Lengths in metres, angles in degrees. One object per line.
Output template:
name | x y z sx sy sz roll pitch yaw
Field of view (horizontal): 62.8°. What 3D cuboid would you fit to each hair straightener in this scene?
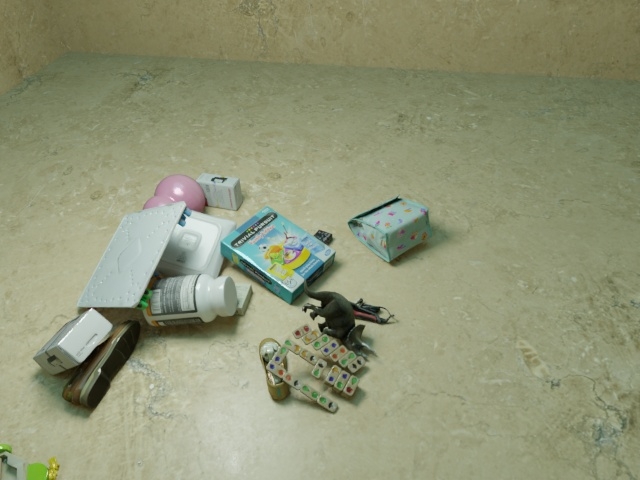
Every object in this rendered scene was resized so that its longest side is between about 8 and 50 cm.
hair straightener | 0.137 0.220 1.760 0.231 0.047 0.089 10 43 15

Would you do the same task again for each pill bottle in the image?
pill bottle | -0.427 0.194 1.724 0.279 0.162 0.162 -6 40 9

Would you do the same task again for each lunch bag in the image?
lunch bag | 0.256 -0.066 2.001 0.224 0.160 0.262 -27 35 -20

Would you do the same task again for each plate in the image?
plate | -0.483 0.010 1.936 0.278 0.045 0.277 16 68 3

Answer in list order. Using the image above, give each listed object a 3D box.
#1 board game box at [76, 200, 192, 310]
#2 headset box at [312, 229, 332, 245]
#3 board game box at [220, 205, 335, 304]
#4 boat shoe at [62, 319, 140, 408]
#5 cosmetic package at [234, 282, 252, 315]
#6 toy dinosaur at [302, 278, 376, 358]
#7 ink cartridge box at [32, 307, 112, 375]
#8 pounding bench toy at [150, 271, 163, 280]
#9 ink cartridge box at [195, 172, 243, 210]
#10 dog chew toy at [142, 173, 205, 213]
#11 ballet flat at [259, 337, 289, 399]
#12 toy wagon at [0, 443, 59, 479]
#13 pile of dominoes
board game box | -0.636 0.061 1.793 0.390 0.050 0.389 -6 55 40
headset box | 0.000 0.000 2.035 0.062 0.032 0.083 18 47 24
board game box | -0.155 0.043 1.910 0.336 0.079 0.254 34 52 19
boat shoe | -0.673 0.360 1.613 0.105 0.110 0.307 10 43 14
cosmetic package | -0.280 0.202 1.817 0.060 0.041 0.115 5 42 12
toy dinosaur | 0.045 0.232 1.639 0.161 0.313 0.121 -22 12 13
ink cartridge box | -0.759 0.312 1.606 0.218 0.092 0.158 -23 26 40
pounding bench toy | -0.603 0.158 1.874 0.083 0.065 0.052 -23 45 -20
ink cartridge box | -0.428 -0.207 2.235 0.175 0.127 0.072 10 40 15
dog chew toy | -0.610 -0.112 2.095 0.207 0.206 0.331 17 52 22
ballet flat | -0.140 0.368 1.591 0.080 0.073 0.232 -15 42 -10
toy wagon | -0.834 0.653 1.324 0.345 0.068 0.267 -16 43 -15
pile of dominoes | -0.003 0.361 1.538 0.251 0.040 0.196 32 57 4
